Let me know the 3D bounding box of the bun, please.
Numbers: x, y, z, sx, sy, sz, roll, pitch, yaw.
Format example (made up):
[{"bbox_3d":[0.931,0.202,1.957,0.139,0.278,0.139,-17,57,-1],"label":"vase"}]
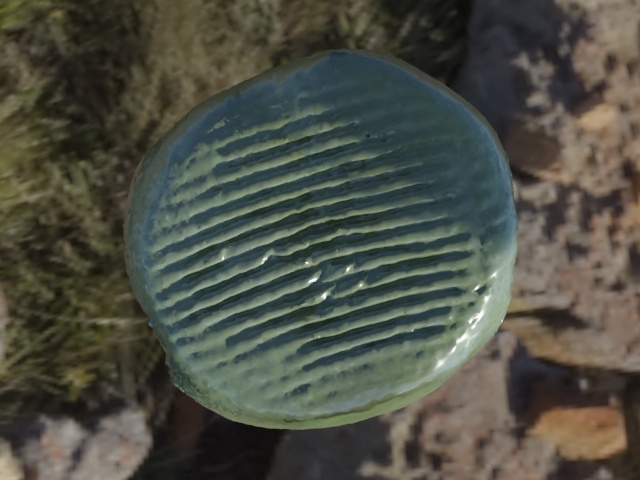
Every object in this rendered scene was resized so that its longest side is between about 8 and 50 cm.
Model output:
[{"bbox_3d":[0.003,-0.001,0.946,0.221,0.108,0.221,-1,99,-3],"label":"bun"}]
